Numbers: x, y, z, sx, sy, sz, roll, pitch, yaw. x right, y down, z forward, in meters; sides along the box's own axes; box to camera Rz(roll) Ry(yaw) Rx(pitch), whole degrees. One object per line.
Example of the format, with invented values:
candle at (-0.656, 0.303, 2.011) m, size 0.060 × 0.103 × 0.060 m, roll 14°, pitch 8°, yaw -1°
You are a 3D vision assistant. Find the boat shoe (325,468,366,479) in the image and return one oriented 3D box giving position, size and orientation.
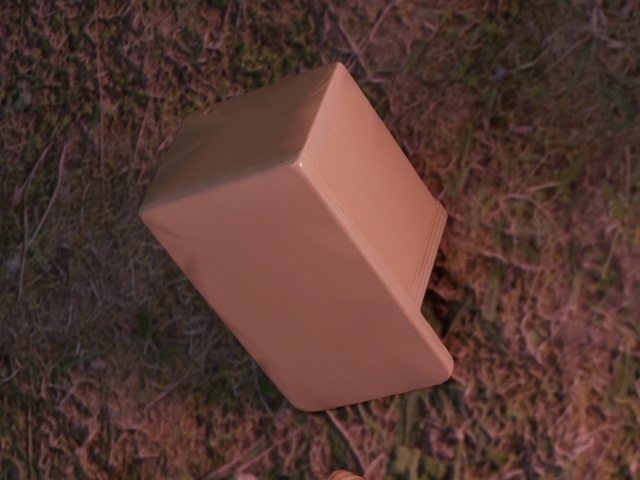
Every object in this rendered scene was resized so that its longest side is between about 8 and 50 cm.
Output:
boat shoe at (-0.029, 0.240, 1.220) m, size 0.059 × 0.063 × 0.170 m, roll 39°, pitch 100°, yaw 33°

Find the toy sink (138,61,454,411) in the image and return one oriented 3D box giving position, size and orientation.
toy sink at (0.000, 0.000, 1.224) m, size 0.152 × 0.234 × 0.131 m, roll -16°, pitch 35°, yaw 33°
